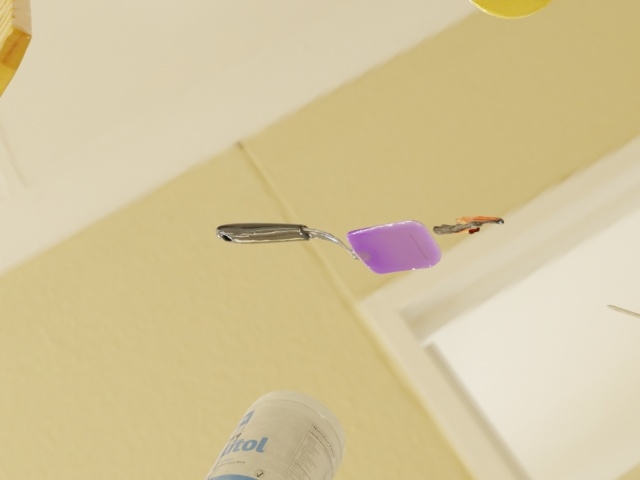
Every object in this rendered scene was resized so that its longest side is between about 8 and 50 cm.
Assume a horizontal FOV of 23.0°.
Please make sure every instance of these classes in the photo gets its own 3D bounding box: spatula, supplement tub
[{"bbox_3d":[0.000,0.000,1.752,0.084,0.296,0.030,52,-125,-42],"label":"spatula"},{"bbox_3d":[-0.032,0.148,0.957,0.071,0.071,0.107,-53,3,34],"label":"supplement tub"}]

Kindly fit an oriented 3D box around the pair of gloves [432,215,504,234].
[{"bbox_3d":[0.189,-0.019,2.014,0.083,0.010,0.074,-18,14,-41],"label":"pair of gloves"}]

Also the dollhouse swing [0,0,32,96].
[{"bbox_3d":[-0.543,-0.186,1.907,0.315,0.347,0.305,15,-70,-16],"label":"dollhouse swing"}]

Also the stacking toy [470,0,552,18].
[{"bbox_3d":[0.270,-0.396,1.692,0.309,0.279,0.130,-13,7,-1],"label":"stacking toy"}]

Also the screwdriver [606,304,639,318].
[{"bbox_3d":[0.355,0.087,1.509,0.024,0.170,0.025,-57,-22,-29],"label":"screwdriver"}]
